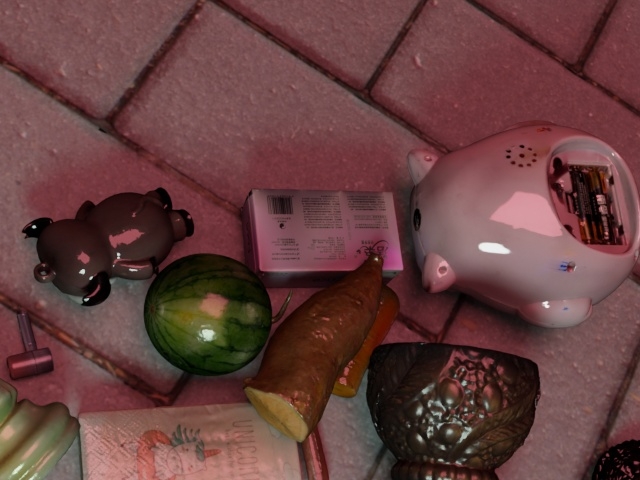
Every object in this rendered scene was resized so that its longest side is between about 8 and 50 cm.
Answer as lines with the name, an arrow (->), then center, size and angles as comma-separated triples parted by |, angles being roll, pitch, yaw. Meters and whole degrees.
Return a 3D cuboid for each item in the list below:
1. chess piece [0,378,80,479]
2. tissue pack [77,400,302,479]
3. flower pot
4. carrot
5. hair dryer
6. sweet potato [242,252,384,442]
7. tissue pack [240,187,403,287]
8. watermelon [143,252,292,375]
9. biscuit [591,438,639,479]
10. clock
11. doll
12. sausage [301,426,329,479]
chess piece -> -0.484, 0.213, 1.508 | 0.298, 0.176, 0.176 | 46, 62, -9
tissue pack -> -0.191, 0.329, 1.643 | 0.326, 0.071, 0.170 | -1, 66, -19
flower pot -> 0.193, 0.307, 1.694 | 0.267, 0.266, 0.267 | 11, 77, -14
carrot -> 0.059, 0.156, 1.793 | 0.087, 0.087, 0.193 | 34, 65, -3
hair dryer -> -0.441, 0.148, 1.656 | 0.063, 0.037, 0.114 | -11, 65, -21
sweet potato -> 0.001, 0.143, 1.700 | 0.131, 0.131, 0.336 | 34, 56, -3
tissue pack -> 0.000, 0.000, 1.828 | 0.246, 0.092, 0.148 | 1, 69, -18
watermelon -> -0.159, 0.114, 1.680 | 0.215, 0.188, 0.188 | 12, 64, -35
biscuit -> 0.544, 0.428, 1.862 | 0.195, 0.053, 0.194 | 6, 68, -16
clock -> 0.343, -0.037, 1.870 | 0.377, 0.250, 0.368 | 2, 68, -18
doll -> -0.325, 0.004, 1.702 | 0.257, 0.117, 0.182 | -34, 62, -30
sausage -> -0.015, 0.322, 1.729 | 0.030, 0.035, 0.147 | 9, 63, -51
